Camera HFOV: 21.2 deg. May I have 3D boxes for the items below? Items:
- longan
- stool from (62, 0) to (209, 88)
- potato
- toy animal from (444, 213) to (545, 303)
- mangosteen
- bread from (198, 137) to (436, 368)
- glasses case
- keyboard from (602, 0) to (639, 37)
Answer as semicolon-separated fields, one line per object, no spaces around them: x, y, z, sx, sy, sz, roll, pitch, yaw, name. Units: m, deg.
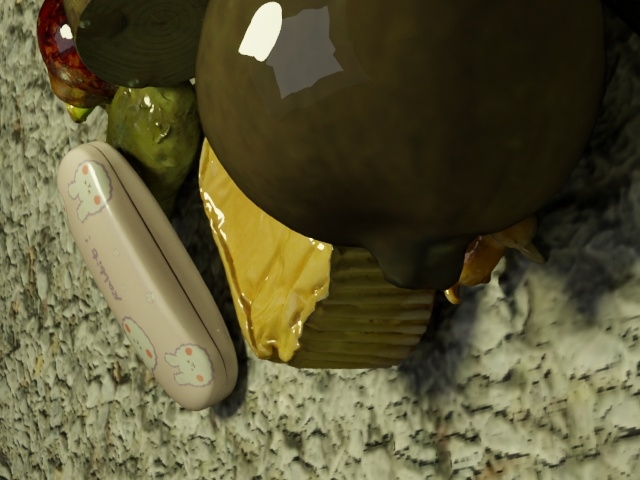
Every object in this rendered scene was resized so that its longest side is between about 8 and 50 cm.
0.050;-0.113;1.142;0.300;0.243;0.300;11;103;53;longan
-0.184;-0.303;1.686;0.179;0.179;0.264;-62;38;45;stool
-0.178;-0.095;1.782;0.117;0.090;0.225;64;151;30;potato
0.122;0.005;1.219;0.081;0.060;0.083;-56;17;-20;toy animal
-0.227;-0.196;1.827;0.146;0.156;0.181;26;125;40;mangosteen
0.001;-0.013;1.373;0.250;0.133;0.179;62;141;39;bread
-0.177;0.035;1.723;0.297;0.075;0.113;59;148;11;glasses case
0.196;-0.177;1.113;0.155;0.010;0.053;57;138;47;keyboard
